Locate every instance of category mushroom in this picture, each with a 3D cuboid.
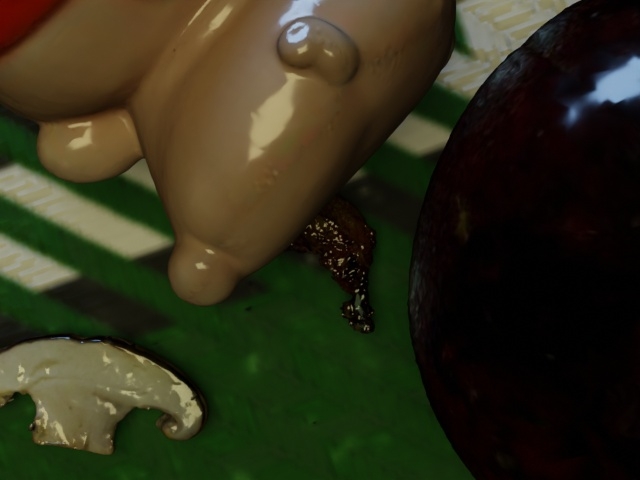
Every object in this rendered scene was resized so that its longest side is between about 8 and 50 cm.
[{"bbox_3d":[-0.094,0.061,0.565,0.101,0.019,0.049,10,92,8],"label":"mushroom"}]

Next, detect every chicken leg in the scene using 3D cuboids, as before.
[{"bbox_3d":[0.000,-0.002,0.553,0.036,0.021,0.083,-45,84,-2],"label":"chicken leg"}]

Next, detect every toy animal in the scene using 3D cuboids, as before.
[{"bbox_3d":[-0.057,-0.093,0.494,0.197,0.171,0.171,44,95,-3],"label":"toy animal"}]

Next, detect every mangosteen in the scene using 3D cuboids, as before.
[{"bbox_3d":[0.131,0.016,0.447,0.216,0.216,0.216,0,91,6],"label":"mangosteen"}]
